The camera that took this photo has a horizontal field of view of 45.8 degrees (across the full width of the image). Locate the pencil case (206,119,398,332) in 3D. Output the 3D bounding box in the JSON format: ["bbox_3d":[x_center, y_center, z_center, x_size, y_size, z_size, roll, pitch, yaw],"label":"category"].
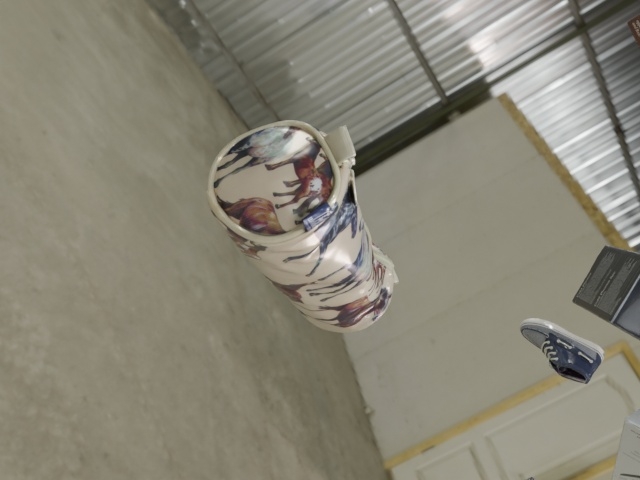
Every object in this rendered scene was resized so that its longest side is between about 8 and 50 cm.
[{"bbox_3d":[0.000,0.000,1.050,0.410,0.183,0.160,57,22,-63],"label":"pencil case"}]

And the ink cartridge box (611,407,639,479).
[{"bbox_3d":[0.776,0.518,1.723,0.129,0.223,0.308,27,-55,44],"label":"ink cartridge box"}]

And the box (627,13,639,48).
[{"bbox_3d":[0.944,-0.497,1.911,0.381,0.143,0.191,-11,76,-46],"label":"box"}]

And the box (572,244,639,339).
[{"bbox_3d":[0.826,0.176,1.795,0.343,0.179,0.312,30,4,0],"label":"box"}]

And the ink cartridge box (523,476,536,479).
[{"bbox_3d":[0.372,0.504,1.421,0.029,0.063,0.115,40,46,-2],"label":"ink cartridge box"}]

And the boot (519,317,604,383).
[{"bbox_3d":[0.503,0.235,1.628,0.190,0.086,0.069,20,-42,33],"label":"boot"}]
